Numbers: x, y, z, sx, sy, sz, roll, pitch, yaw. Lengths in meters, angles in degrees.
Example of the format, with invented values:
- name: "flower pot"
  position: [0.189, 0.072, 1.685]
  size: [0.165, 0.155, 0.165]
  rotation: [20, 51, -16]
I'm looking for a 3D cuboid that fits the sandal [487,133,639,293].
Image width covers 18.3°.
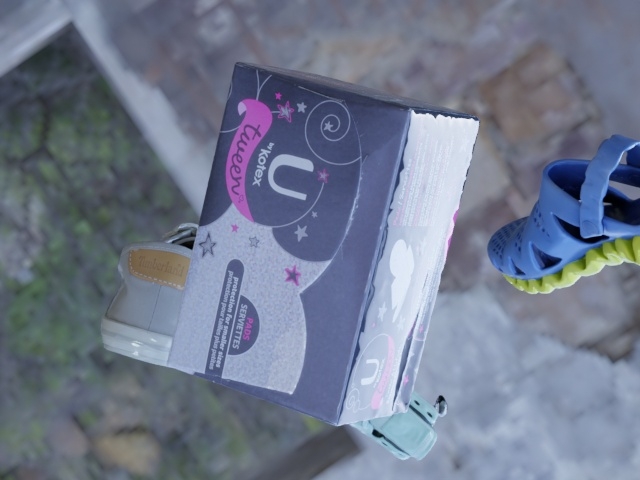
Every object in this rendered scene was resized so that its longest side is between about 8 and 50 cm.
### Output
- name: "sandal"
  position: [0.286, -0.035, 2.156]
  size: [0.317, 0.138, 0.126]
  rotation: [-21, -156, 53]

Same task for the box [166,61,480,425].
- name: "box"
  position: [0.000, 0.000, 1.552]
  size: [0.142, 0.163, 0.247]
  rotation: [2, 103, -64]

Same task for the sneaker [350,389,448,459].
- name: "sneaker"
  position: [0.059, 0.162, 2.107]
  size: [0.094, 0.151, 0.256]
  rotation: [-53, 164, 0]

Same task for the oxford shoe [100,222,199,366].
- name: "oxford shoe"
  position: [-0.133, 0.046, 2.116]
  size: [0.449, 0.169, 0.130]
  rotation: [-33, 135, -84]
